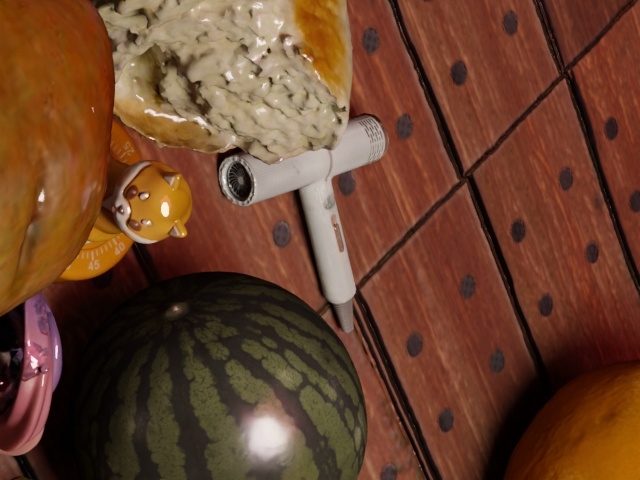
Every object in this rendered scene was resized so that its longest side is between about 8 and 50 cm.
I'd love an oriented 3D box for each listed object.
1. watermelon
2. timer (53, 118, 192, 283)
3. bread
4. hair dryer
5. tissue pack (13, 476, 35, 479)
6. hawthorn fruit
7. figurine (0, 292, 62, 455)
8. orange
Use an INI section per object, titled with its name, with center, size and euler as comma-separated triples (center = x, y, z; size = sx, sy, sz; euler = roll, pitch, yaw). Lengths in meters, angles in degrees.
[watermelon]
center = -0.072, 0.123, 1.374
size = 0.212, 0.212, 0.212
euler = -7, 99, -46
[timer]
center = -0.144, -0.029, 1.314
size = 0.132, 0.152, 0.132
euler = -7, 99, -46
[bread]
center = -0.104, -0.199, 1.329
size = 0.314, 0.171, 0.192
euler = 37, 46, -45
[hair dryer]
center = -0.005, 0.004, 1.553
size = 0.155, 0.044, 0.183
euler = -19, 111, -42
[tissue pack]
center = -0.236, 0.238, 1.313
size = 0.176, 0.062, 0.095
euler = -25, 112, -42
[hawthorn fruit]
center = -0.243, -0.072, 1.131
size = 0.301, 0.268, 0.267
euler = -26, 113, -53
[figurine]
center = -0.242, 0.089, 1.272
size = 0.157, 0.114, 0.126
euler = -24, 80, -13
[orange]
center = 0.303, 0.252, 1.723
size = 0.312, 0.312, 0.312
euler = -7, 99, -46
